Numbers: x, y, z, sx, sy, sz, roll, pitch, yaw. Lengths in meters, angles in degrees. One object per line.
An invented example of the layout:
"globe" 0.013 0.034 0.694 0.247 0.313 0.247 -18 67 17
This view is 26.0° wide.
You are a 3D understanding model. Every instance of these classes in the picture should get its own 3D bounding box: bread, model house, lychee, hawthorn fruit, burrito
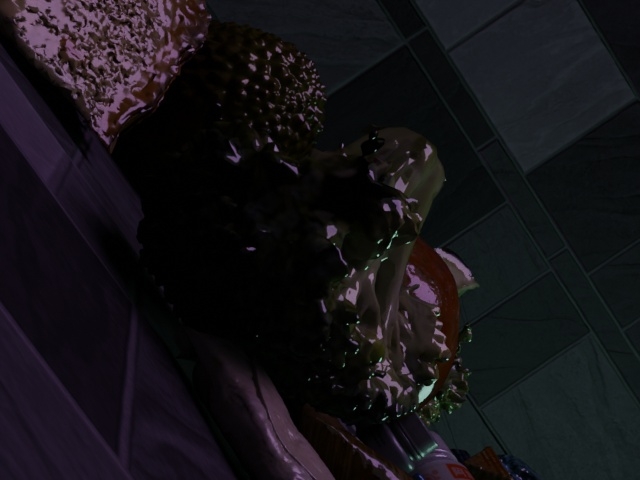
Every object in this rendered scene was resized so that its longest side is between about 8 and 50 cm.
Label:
"bread" -0.313 -0.238 1.613 0.248 0.279 0.315 55 44 -25
"model house" 0.242 0.425 2.357 0.241 0.226 0.261 48 2 -27
"lychee" -0.142 -0.163 1.801 0.270 0.320 0.270 35 37 -31
"hawthorn fruit" 0.053 0.078 1.797 0.277 0.277 0.298 56 42 -29
"burrito" -0.038 0.177 1.132 0.275 0.059 0.082 56 15 28

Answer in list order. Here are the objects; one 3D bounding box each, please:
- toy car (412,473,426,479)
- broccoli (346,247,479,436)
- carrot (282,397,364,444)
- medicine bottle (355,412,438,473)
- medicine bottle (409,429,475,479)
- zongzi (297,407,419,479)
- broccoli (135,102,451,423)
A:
"toy car" 0.130 0.376 1.881 0.100 0.097 0.191 52 0 0
"broccoli" 0.077 0.144 2.090 0.277 0.339 0.317 -74 179 -54
"carrot" 0.008 0.234 1.604 0.342 0.070 0.070 54 0 32
"medicine bottle" 0.083 0.277 1.805 0.080 0.130 0.080 56 0 0
"medicine bottle" 0.182 0.412 2.102 0.144 0.144 0.252 55 -2 -40
"zongzi" 0.086 0.288 1.131 0.288 0.134 0.286 56 -2 -21
"broccoli" 0.009 0.005 1.284 0.348 0.281 0.293 42 -23 -12
